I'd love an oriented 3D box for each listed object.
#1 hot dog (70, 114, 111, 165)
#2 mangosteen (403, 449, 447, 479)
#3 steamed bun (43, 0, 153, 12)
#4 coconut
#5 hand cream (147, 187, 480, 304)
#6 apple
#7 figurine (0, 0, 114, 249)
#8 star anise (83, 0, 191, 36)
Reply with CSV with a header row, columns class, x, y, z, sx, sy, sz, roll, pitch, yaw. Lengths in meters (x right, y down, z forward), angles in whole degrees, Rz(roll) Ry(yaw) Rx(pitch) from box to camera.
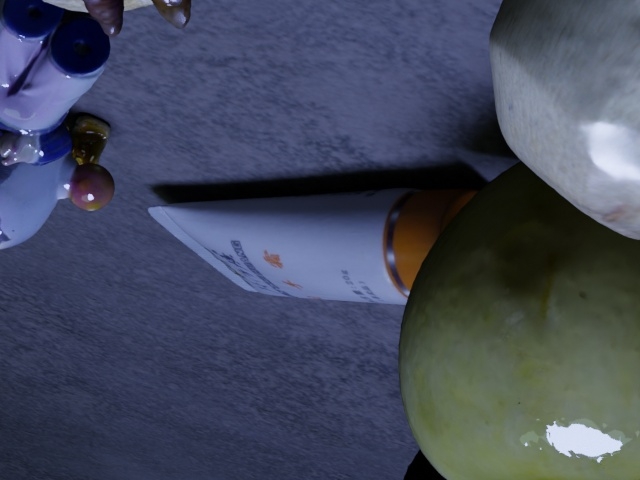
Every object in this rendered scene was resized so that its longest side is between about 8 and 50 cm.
class,x,y,z,sx,sy,sz,roll,pitch,yaw
hot dog,-0.195,-0.069,1.405,0.030,0.034,0.090,20,154,-8
mangosteen,0.211,0.298,1.549,0.307,0.347,0.307,6,-167,-1
steamed bun,-0.148,-0.196,1.003,0.172,0.140,0.155,17,160,-9
coconut,0.204,-0.109,0.908,0.224,0.224,0.224,14,155,7
hand cream,0.000,0.000,1.383,0.314,0.089,0.140,-1,148,47
apple,0.200,0.072,1.190,0.292,0.254,0.292,10,157,4
figurine,-0.237,-0.079,1.305,0.274,0.133,0.194,-15,126,44
star anise,-0.127,-0.214,0.844,0.350,0.292,0.109,21,-169,-7
